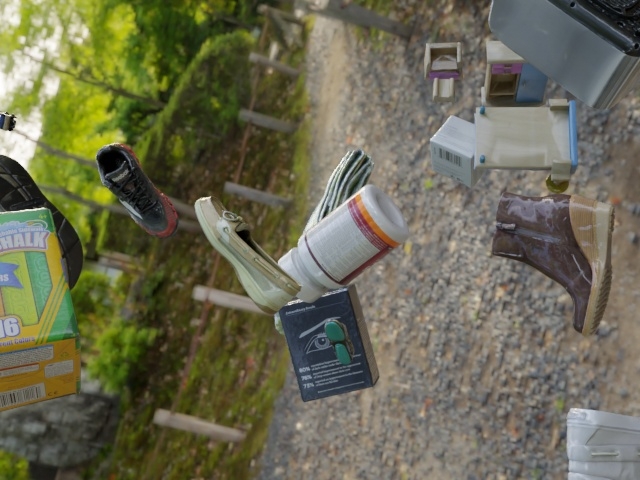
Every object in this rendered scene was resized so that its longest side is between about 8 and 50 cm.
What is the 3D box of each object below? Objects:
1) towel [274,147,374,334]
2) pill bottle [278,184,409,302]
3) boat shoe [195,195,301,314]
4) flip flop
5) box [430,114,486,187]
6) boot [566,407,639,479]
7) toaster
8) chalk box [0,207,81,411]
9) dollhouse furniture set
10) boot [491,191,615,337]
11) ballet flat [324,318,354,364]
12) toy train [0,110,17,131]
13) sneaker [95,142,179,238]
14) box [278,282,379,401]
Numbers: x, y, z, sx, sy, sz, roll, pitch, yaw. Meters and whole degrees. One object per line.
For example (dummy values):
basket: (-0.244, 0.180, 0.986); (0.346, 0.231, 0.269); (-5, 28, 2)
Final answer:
towel: (0.000, 0.000, 2.082); (0.374, 0.090, 0.320); (116, 178, -46)
pill bottle: (0.038, 0.010, 1.577); (0.221, 0.121, 0.121); (-38, 26, 21)
boat shoe: (-0.078, 0.007, 0.950); (0.048, 0.153, 0.056); (-41, -22, 13)
flip flop: (-0.475, -0.019, 1.424); (0.112, 0.277, 0.080); (-22, -23, -45)
box: (0.293, -0.185, 1.851); (0.087, 0.101, 0.102); (-50, -29, -23)
boot: (0.481, 0.330, 1.344); (0.095, 0.258, 0.123); (154, 125, -71)
toaster: (0.281, -0.238, 0.862); (0.168, 0.186, 0.110); (-45, -16, -20)
chalk box: (-0.337, 0.055, 0.935); (0.132, 0.132, 0.213); (109, 144, -51)
dollhouse furniture set: (0.356, -0.223, 1.808); (0.198, 0.287, 0.303); (71, -161, -69)
boot: (0.411, 0.038, 1.599); (0.090, 0.207, 0.248); (1, -86, -60)
ballet flat: (0.035, 0.173, 1.609); (0.041, 0.041, 0.114); (-88, -16, -51)
toy train: (-0.513, -0.193, 1.370); (0.158, 0.036, 0.027); (20, 98, 42)
sneaker: (-0.436, -0.117, 2.085); (0.098, 0.276, 0.135); (-37, -7, 1)
box: (0.018, 0.205, 1.806); (0.108, 0.153, 0.207); (-18, -86, -79)
